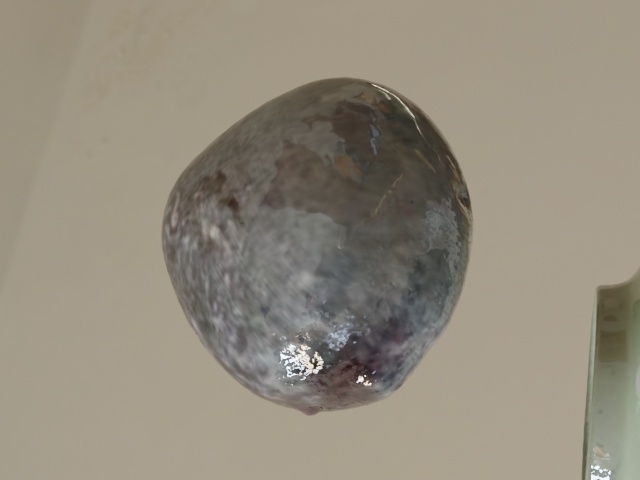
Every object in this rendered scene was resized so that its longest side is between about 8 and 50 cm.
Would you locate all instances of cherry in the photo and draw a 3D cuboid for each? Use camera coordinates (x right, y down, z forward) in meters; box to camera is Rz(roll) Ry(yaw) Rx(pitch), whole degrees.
[{"bbox_3d":[0.000,0.000,1.145,0.218,0.255,0.296,59,-174,-43],"label":"cherry"}]

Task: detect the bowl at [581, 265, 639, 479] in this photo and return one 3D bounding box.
[{"bbox_3d":[0.286,0.124,1.025,0.354,0.185,0.353,4,-90,-81],"label":"bowl"}]
